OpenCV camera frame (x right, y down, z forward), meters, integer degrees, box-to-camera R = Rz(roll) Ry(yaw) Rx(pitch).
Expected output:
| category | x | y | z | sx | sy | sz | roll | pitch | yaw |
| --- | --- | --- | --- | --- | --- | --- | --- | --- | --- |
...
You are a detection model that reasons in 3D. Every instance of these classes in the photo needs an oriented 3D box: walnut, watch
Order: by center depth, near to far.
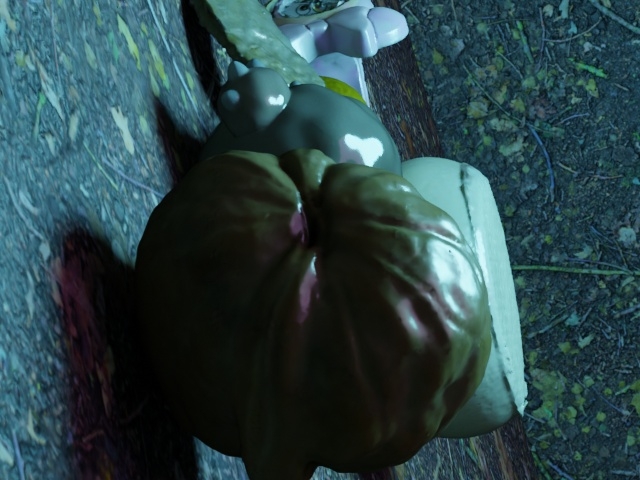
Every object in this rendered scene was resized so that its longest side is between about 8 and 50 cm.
| category | x | y | z | sx | sy | sz | roll | pitch | yaw |
| --- | --- | --- | --- | --- | --- | --- | --- | --- | --- |
| walnut | -0.007 | 0.068 | 1.276 | 0.285 | 0.296 | 0.285 | 6 | 90 | -85 |
| watch | 0.017 | -0.215 | 2.055 | 0.248 | 0.210 | 0.218 | -103 | 180 | -61 |

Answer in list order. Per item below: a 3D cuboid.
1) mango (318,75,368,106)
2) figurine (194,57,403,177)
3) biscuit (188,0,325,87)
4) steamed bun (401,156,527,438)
| category | x | y | z | sx | sy | sz | roll | pitch | yaw |
| --- | --- | --- | --- | --- | --- | --- | --- | --- | --- |
| mango | -0.005 | -0.066 | 1.827 | 0.332 | 0.142 | 0.195 | -84 | 153 | -47 |
| figurine | 0.000 | 0.001 | 1.586 | 0.248 | 0.203 | 0.381 | 12 | 62 | -68 |
| biscuit | -0.088 | -0.241 | 1.766 | 0.133 | 0.032 | 0.250 | -5 | 54 | -56 |
| steamed bun | 0.130 | 0.080 | 2.013 | 0.374 | 0.241 | 0.375 | -10 | 90 | -82 |
